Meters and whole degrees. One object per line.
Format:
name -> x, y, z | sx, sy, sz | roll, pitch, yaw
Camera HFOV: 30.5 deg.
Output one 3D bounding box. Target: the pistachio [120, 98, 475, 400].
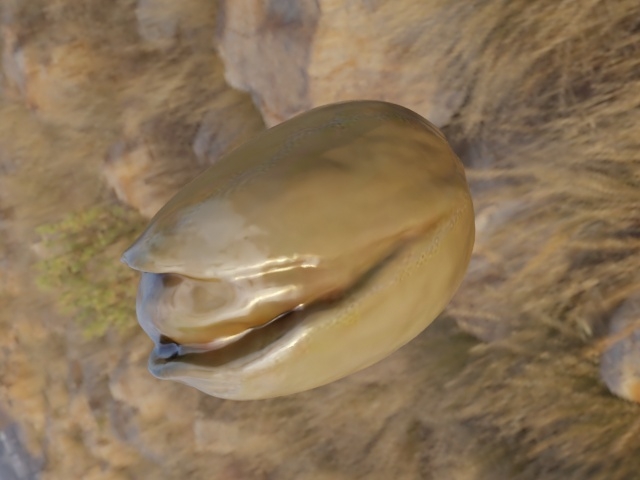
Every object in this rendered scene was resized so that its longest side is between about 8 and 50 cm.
pistachio -> 0.000, 0.000, 0.763 | 0.181, 0.293, 0.162 | -7, 110, 43
